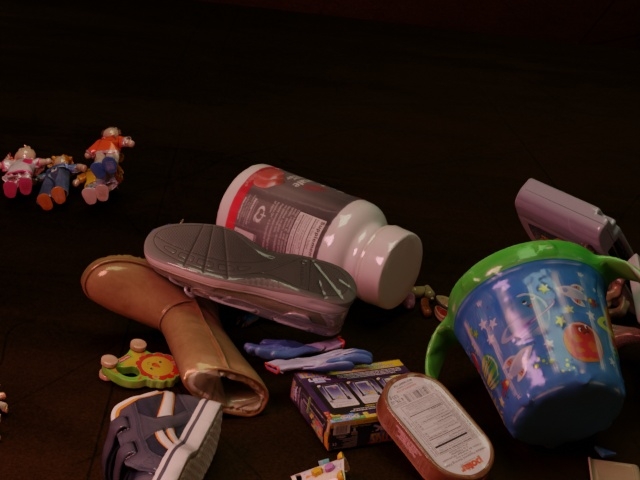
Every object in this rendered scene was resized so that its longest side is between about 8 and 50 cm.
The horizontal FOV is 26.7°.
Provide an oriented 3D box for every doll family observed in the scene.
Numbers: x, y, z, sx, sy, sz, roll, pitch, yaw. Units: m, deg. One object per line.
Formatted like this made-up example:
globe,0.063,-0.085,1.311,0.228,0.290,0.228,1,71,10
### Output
doll family,-0.456,-0.121,2.475,0.263,0.118,0.163,-11,31,5

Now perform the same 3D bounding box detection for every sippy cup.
sippy cup,0.314,0.156,1.878,0.240,0.305,0.224,14,44,-29

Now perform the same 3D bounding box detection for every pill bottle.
pill bottle,0.000,0.000,2.209,0.318,0.176,0.176,22,29,30

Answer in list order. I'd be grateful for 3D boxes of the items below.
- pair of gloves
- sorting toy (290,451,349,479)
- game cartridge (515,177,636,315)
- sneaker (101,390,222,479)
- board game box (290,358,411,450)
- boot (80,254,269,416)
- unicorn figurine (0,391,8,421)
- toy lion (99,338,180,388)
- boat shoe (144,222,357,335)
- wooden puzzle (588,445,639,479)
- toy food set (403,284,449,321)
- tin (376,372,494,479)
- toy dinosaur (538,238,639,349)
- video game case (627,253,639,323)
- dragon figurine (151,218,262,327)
pair of gloves,-0.017,0.164,1.967,0.159,0.023,0.198,-5,8,-21
sorting toy,-0.002,0.308,1.724,0.075,0.045,0.083,-12,24,6
game cartridge,0.431,0.014,2.215,0.060,0.294,0.196,-49,48,-7
sneaker,-0.210,0.278,1.635,0.127,0.126,0.321,12,15,3
board game box,0.062,0.228,1.888,0.170,0.048,0.141,-5,25,-22
boot,-0.210,0.131,1.928,0.236,0.089,0.269,17,19,-26
unicorn figurine,-0.472,0.230,1.764,0.111,0.060,0.162,3,9,-5
toy lion,-0.252,0.185,1.933,0.096,0.034,0.100,28,33,25
boat shoe,-0.110,0.063,2.001,0.320,0.103,0.118,14,39,-7
wooden puzzle,0.396,0.320,1.810,0.078,0.014,0.116,14,26,8
toy food set,0.176,0.104,2.214,0.122,0.019,0.078,33,36,31
tin,0.152,0.254,1.798,0.106,0.040,0.190,-22,55,-30
toy dinosaur,0.373,0.115,2.107,0.295,0.127,0.200,37,74,7
video game case,0.579,0.152,2.020,0.285,0.025,0.204,38,24,-9
dragon figurine,-0.135,0.051,2.107,0.289,0.144,0.085,10,26,8
